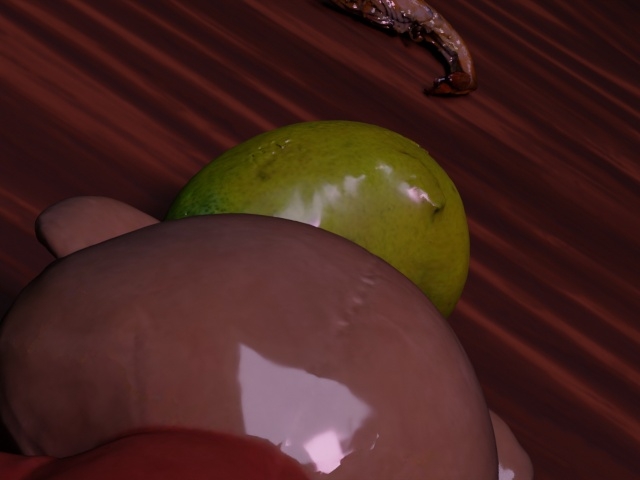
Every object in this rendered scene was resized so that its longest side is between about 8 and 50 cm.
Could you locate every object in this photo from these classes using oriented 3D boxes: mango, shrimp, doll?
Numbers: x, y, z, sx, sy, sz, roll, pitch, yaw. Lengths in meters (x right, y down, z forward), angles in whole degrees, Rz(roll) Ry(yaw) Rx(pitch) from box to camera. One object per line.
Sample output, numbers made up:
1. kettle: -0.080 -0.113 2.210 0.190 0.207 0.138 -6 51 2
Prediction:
1. mango: 0.000 -0.001 0.842 0.178 0.100 0.119 -9 57 -41
2. shrimp: 0.053 -0.135 1.134 0.127 0.025 0.091 21 37 -31
3. doll: -0.047 0.105 0.589 0.235 0.174 0.330 30 34 -2
